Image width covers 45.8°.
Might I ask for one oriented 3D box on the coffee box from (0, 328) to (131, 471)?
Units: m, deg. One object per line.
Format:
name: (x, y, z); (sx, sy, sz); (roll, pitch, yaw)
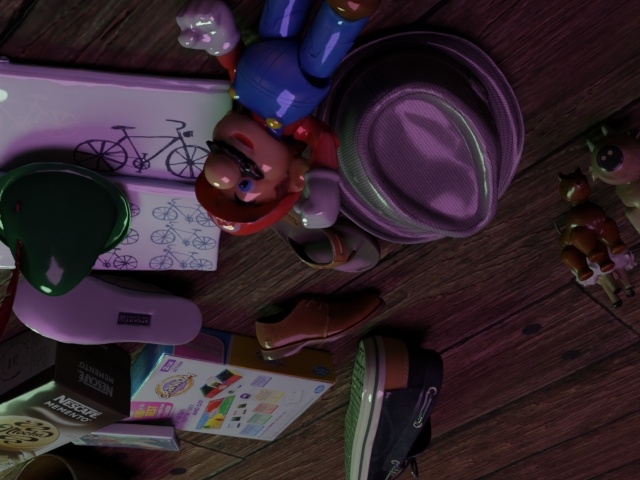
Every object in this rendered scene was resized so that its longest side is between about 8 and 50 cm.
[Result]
coffee box: (-0.470, 0.252, 1.210); (0.297, 0.119, 0.168); (-25, 138, 19)

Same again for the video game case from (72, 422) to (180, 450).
video game case: (-0.361, 0.357, 1.377); (0.201, 0.023, 0.183); (4, 158, -5)

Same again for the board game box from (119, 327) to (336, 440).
board game box: (-0.169, 0.255, 1.321); (0.316, 0.064, 0.242); (16, 135, -28)

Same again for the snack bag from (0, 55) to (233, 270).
snack bag: (-0.267, -0.074, 0.919); (0.322, 0.037, 0.343); (3, 139, -15)

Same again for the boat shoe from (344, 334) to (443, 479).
boat shoe: (0.127, 0.359, 1.424); (0.155, 0.187, 0.500); (1, 135, -5)

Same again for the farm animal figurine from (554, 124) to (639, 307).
farm animal figurine: (0.439, -0.086, 0.967); (0.330, 0.172, 0.326); (-33, 149, 15)

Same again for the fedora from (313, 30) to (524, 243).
fedora: (0.120, -0.093, 0.841); (0.243, 0.124, 0.275); (-31, 116, 8)

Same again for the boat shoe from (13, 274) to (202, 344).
boat shoe: (-0.302, 0.091, 1.073); (0.267, 0.088, 0.096); (7, 95, -31)

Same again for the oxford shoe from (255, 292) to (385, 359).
oxford shoe: (-0.001, 0.118, 1.192); (0.212, 0.076, 0.076); (-19, 102, -4)

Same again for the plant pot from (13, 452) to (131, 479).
plant pot: (-0.470, 0.544, 1.526); (0.215, 0.216, 0.230); (-29, 151, 22)

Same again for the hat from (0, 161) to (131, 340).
hat: (-0.313, 0.044, 0.878); (0.172, 0.184, 0.209); (6, 139, -18)

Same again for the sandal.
sandal: (0.000, 0.000, 1.046); (0.090, 0.060, 0.219); (-31, 137, 24)

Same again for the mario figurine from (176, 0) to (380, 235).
mario figurine: (-0.056, -0.130, 0.754); (0.170, 0.198, 0.321); (2, 130, -27)
